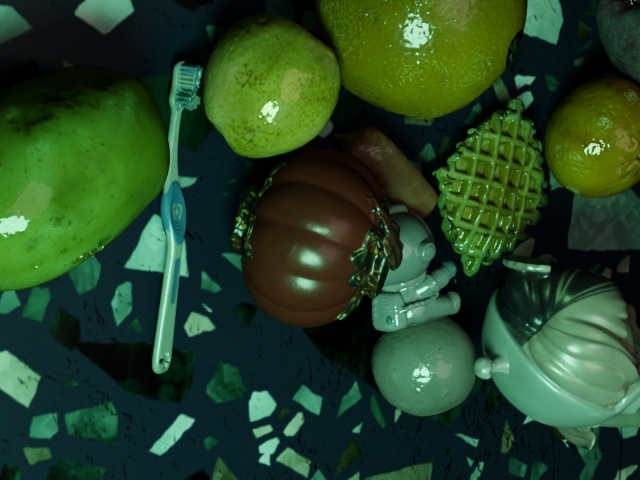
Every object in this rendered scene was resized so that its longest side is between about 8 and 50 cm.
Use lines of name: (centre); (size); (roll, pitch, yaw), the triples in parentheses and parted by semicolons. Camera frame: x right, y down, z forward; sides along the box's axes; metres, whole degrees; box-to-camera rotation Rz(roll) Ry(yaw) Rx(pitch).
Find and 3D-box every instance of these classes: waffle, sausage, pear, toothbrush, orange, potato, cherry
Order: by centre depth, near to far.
potato: (-0.301, -0.070, 1.566); (0.304, 0.216, 0.216); (-45, 121, -31)
pear: (-0.063, -0.182, 1.738); (0.178, 0.178, 0.178); (-7, 102, -34)
toothbrush: (-0.183, -0.026, 1.766); (0.040, 0.040, 0.386); (1, 101, -35)
orange: (0.122, -0.289, 1.790); (0.274, 0.274, 0.274); (-7, 102, -34)
sausage: (0.086, -0.096, 1.920); (0.169, 0.065, 0.065); (45, 72, -33)
waffle: (0.244, -0.076, 2.040); (0.214, 0.054, 0.208); (-39, 122, -27)
orange: (0.406, -0.146, 2.075); (0.177, 0.155, 0.177); (-35, 155, -19)
cherry: (0.494, -0.320, 2.090); (0.266, 0.183, 0.213); (49, 42, -56)

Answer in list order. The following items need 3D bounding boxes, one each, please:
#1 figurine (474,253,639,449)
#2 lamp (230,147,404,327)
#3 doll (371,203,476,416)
figurine: (0.361, 0.171, 2.017); (0.211, 0.253, 0.361); (-53, 148, -3)
lamp: (0.000, 0.000, 1.783); (0.227, 0.227, 0.227); (-7, 102, -34)
doll: (0.117, 0.089, 1.933); (0.151, 0.151, 0.287); (-25, 108, -29)
